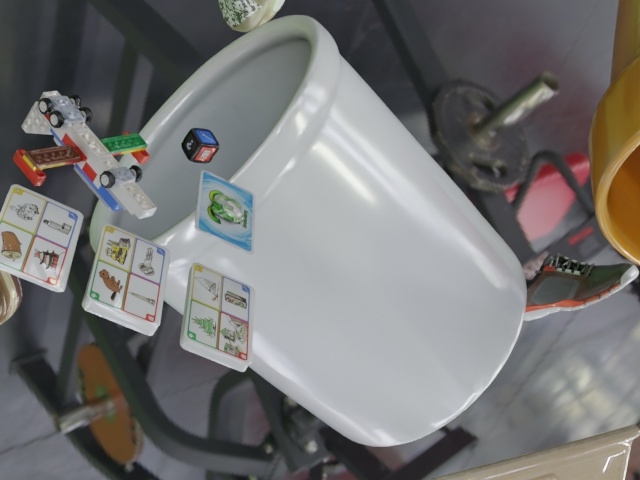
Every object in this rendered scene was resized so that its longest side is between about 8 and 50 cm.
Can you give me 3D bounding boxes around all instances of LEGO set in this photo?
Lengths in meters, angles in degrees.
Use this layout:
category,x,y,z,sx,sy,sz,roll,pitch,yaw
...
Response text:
category,x,y,z,sx,sy,sz,roll,pitch,yaw
LEGO set,-0.135,-0.018,0.686,0.182,0.244,0.060,25,125,-22

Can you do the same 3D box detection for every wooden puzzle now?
category,x,y,z,sx,sy,sz,roll,pitch,yaw
wooden puzzle,0.170,0.274,0.841,0.220,0.044,0.239,-8,118,-25

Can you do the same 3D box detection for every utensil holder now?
category,x,y,z,sx,sy,sz,roll,pitch,yaw
utensil holder,0.000,0.000,1.059,0.327,0.328,0.385,-43,119,10

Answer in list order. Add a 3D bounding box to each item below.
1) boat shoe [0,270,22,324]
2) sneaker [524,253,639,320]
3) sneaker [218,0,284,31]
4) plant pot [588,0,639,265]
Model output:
category,x,y,z,sx,sy,sz,roll,pitch,yaw
boat shoe,-0.448,-0.055,1.159,0.123,0.342,0.123,-40,173,29
sneaker,0.279,0.044,1.079,0.158,0.065,0.061,-22,179,39
sneaker,-0.152,-0.407,1.260,0.182,0.158,0.410,-35,160,-16
plant pot,0.264,-0.106,0.591,0.205,0.188,0.205,2,146,1
